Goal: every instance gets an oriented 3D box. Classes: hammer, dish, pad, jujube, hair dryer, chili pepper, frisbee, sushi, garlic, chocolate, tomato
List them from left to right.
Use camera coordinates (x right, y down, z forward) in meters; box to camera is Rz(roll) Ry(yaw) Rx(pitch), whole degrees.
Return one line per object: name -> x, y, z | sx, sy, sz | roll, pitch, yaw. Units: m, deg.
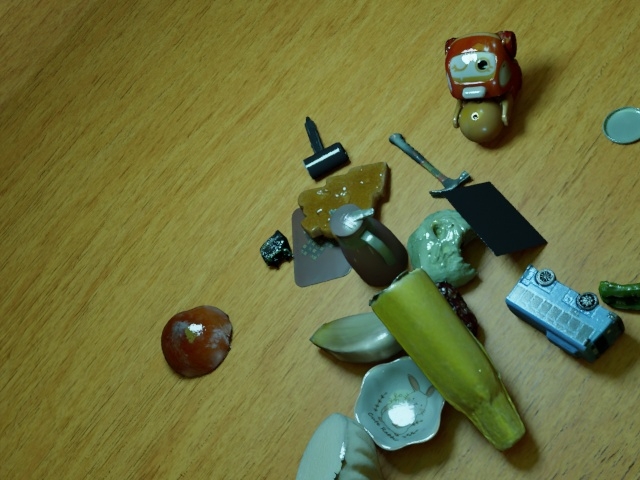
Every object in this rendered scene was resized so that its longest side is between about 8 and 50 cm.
tomato -> -0.369, 0.282, 2.013 | 0.228, 0.112, 0.199 | -37, 55, 8
sushi -> -0.131, 0.031, 2.055 | 0.083, 0.056, 0.084 | -32, 53, 8
hair dryer -> -0.001, -0.310, 2.173 | 0.128, 0.070, 0.255 | -26, 51, 13
pad -> 0.000, 0.000, 2.037 | 0.181, 0.004, 0.267 | -17, 58, 19
garlic -> 0.110, 0.247, 1.781 | 0.318, 0.112, 0.143 | -4, 40, 33
dish -> 0.197, 0.395, 1.677 | 0.229, 0.081, 0.229 | -12, 56, 19
hammer -> 0.290, -0.220, 1.988 | 0.111, 0.033, 0.287 | -41, 53, 1
chocolate -> 0.293, 0.272, 1.596 | 0.162, 0.162, 0.445 | -37, 78, 5
jujube -> 0.321, 0.177, 1.712 | 0.104, 0.104, 0.166 | -22, 69, 15
pad -> 0.436, -0.060, 1.781 | 0.170, 0.006, 0.245 | -14, 49, -26
frisbee -> 0.773, -0.291, 1.787 | 0.110, 0.014, 0.110 | -12, 59, 20
chili pepper -> 0.722, 0.114, 1.558 | 0.204, 0.072, 0.073 | -5, 60, 26

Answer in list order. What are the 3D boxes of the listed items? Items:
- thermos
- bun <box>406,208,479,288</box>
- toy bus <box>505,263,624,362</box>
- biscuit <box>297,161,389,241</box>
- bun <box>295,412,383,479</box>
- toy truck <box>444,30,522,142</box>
thermos -> 0.124, 0.009, 1.806 | 0.176, 0.265, 0.146 | 34, 83, 35
bun -> 0.318, 0.013, 1.791 | 0.204, 0.126, 0.212 | -25, 56, 16
toy bus -> 0.549, 0.168, 1.595 | 0.234, 0.116, 0.133 | 35, 84, 38
biscuit -> 0.080, -0.117, 2.020 | 0.306, 0.043, 0.284 | -39, 42, -5
bun -> 0.062, 0.542, 1.609 | 0.263, 0.175, 0.263 | -58, 15, 24
toy truck -> 0.428, -0.407, 1.885 | 0.189, 0.265, 0.239 | 0, 54, 29
